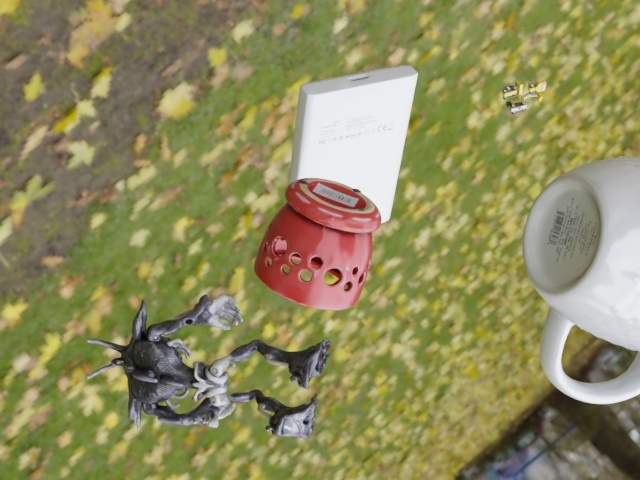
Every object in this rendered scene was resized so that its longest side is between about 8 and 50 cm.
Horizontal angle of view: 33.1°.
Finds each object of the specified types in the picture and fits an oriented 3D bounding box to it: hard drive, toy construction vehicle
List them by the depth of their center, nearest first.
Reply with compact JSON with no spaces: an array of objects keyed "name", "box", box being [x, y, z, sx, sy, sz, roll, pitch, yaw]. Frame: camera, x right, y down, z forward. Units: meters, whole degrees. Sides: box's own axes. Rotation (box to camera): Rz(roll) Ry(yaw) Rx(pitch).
[{"name":"hard drive","box":[0.052,-0.159,2.064,0.233,0.047,0.353,-15,135,-25]},{"name":"toy construction vehicle","box":[0.435,-0.318,2.325,0.098,0.035,0.086,-18,147,-3]}]

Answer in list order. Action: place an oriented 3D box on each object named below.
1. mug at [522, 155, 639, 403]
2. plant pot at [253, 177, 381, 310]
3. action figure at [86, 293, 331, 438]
[{"name":"mug","box":[0.442,0.063,1.501,0.328,0.276,0.374,11,111,-27]},{"name":"plant pot","box":[0.000,0.000,1.807,0.191,0.191,0.174,-22,136,-57]},{"name":"action figure","box":[-0.132,0.154,1.279,0.141,0.276,0.164,-22,121,-71]}]
